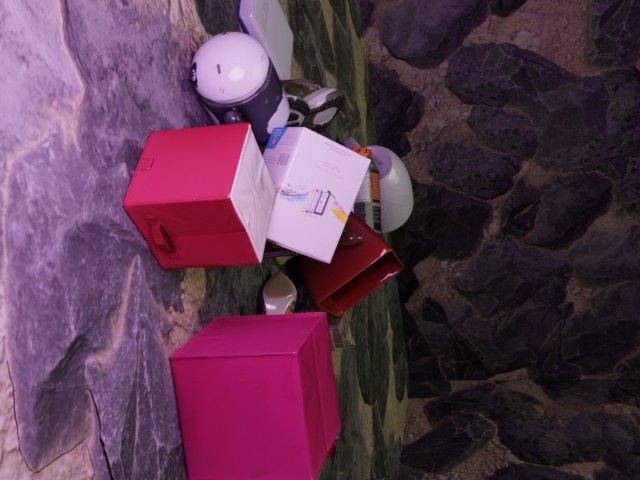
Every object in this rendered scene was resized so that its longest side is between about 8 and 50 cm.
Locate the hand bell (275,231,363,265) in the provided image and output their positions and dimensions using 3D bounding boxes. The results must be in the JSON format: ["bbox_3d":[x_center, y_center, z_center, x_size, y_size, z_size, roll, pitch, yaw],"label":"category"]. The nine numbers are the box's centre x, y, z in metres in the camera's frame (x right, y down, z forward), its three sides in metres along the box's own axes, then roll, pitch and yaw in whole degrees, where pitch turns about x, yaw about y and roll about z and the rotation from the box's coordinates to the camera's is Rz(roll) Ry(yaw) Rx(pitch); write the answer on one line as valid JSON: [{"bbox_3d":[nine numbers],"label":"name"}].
[{"bbox_3d":[0.000,0.000,1.948,0.126,0.242,0.126,-4,90,-76],"label":"hand bell"}]

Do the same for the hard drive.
[{"bbox_3d":[-0.144,-0.586,1.922,0.318,0.040,0.210,58,32,-62],"label":"hard drive"}]

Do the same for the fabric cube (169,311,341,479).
[{"bbox_3d":[-0.118,0.303,1.394,0.259,0.254,0.258,-39,123,-72],"label":"fabric cube"}]

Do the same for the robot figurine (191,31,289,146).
[{"bbox_3d":[-0.170,-0.314,1.505,0.173,0.209,0.278,-42,149,-10],"label":"robot figurine"}]

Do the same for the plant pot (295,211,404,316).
[{"bbox_3d":[0.060,0.045,2.111,0.235,0.267,0.267,54,4,20],"label":"plant pot"}]

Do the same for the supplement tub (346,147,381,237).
[{"bbox_3d":[0.109,-0.150,2.490,0.207,0.207,0.338,12,75,-75],"label":"supplement tub"}]

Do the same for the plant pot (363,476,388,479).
[{"bbox_3d":[0.119,0.928,2.302,0.290,0.195,0.290,-4,90,-76],"label":"plant pot"}]

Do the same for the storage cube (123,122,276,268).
[{"bbox_3d":[-0.205,-0.079,1.256,0.183,0.193,0.215,71,22,-47],"label":"storage cube"}]

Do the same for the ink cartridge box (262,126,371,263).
[{"bbox_3d":[-0.040,-0.096,1.457,0.171,0.168,0.232,21,-92,63],"label":"ink cartridge box"}]

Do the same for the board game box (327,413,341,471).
[{"bbox_3d":[0.032,0.602,2.100,0.133,0.033,0.168,-71,171,-88],"label":"board game box"}]

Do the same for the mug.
[{"bbox_3d":[0.193,-0.253,2.777,0.374,0.276,0.328,56,-4,26],"label":"mug"}]

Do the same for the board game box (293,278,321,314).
[{"bbox_3d":[-0.042,0.260,2.129,0.165,0.042,0.243,63,28,-58],"label":"board game box"}]

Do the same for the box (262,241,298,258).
[{"bbox_3d":[-0.110,-0.054,1.688,0.247,0.163,0.142,-45,127,-71],"label":"box"}]

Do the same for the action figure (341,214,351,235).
[{"bbox_3d":[-0.050,-0.108,1.873,0.141,0.276,0.164,-34,161,-50],"label":"action figure"}]

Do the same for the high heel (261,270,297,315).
[{"bbox_3d":[-0.119,0.217,1.826,0.261,0.093,0.186,-95,-165,-52],"label":"high heel"}]

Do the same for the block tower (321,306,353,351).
[{"bbox_3d":[0.055,0.239,2.426,0.335,0.091,0.097,-73,156,-53],"label":"block tower"}]

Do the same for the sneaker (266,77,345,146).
[{"bbox_3d":[-0.111,-0.361,1.849,0.410,0.182,0.158,-19,144,-56],"label":"sneaker"}]
